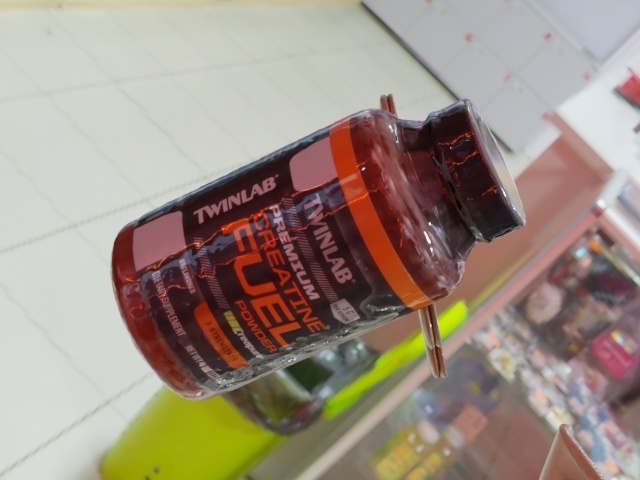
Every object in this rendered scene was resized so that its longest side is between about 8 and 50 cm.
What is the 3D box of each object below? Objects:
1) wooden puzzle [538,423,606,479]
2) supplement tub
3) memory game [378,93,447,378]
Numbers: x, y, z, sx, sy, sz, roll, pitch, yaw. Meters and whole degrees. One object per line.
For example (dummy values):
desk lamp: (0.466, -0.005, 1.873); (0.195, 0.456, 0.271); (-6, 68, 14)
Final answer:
wooden puzzle: (0.275, 0.431, 1.393); (0.081, 0.322, 0.348); (7, 25, -16)
supplement tub: (0.000, 0.000, 0.617); (0.106, 0.198, 0.106); (57, 17, -27)
memory game: (0.058, -0.001, 0.767); (0.186, 0.012, 0.186); (-11, 90, -86)
